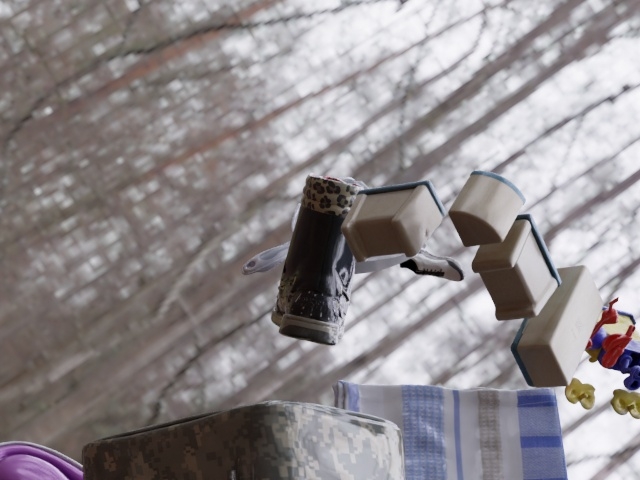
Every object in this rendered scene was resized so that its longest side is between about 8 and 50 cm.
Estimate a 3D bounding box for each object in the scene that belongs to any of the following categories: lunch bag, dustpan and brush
[{"bbox_3d":[-0.070,0.295,1.247,0.305,0.212,0.256,-17,-111,39],"label":"lunch bag"},{"bbox_3d":[0.000,0.000,1.584,0.147,0.211,0.060,46,-22,34],"label":"dustpan and brush"}]

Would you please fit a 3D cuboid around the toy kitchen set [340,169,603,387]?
[{"bbox_3d":[0.144,0.026,1.297,0.166,0.122,0.207,-8,-58,36],"label":"toy kitchen set"}]

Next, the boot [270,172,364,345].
[{"bbox_3d":[0.002,0.018,1.527,0.236,0.085,0.179,-127,-132,-87],"label":"boot"}]

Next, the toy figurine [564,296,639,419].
[{"bbox_3d":[0.501,0.146,2.160,0.191,0.362,0.217,-67,-153,21],"label":"toy figurine"}]

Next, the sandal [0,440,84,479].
[{"bbox_3d":[-0.235,0.317,1.592,0.416,0.169,0.102,16,-61,14],"label":"sandal"}]

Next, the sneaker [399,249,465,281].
[{"bbox_3d":[0.172,0.044,2.126,0.109,0.044,0.040,20,-46,14],"label":"sneaker"}]

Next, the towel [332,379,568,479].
[{"bbox_3d":[0.156,0.262,1.622,0.034,0.284,0.209,102,-10,-56],"label":"towel"}]
